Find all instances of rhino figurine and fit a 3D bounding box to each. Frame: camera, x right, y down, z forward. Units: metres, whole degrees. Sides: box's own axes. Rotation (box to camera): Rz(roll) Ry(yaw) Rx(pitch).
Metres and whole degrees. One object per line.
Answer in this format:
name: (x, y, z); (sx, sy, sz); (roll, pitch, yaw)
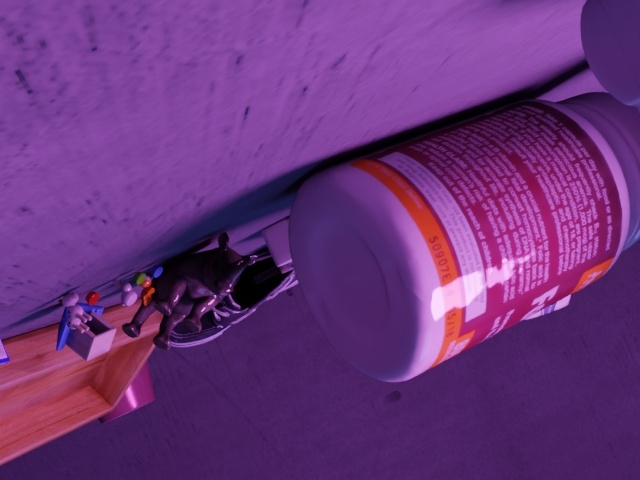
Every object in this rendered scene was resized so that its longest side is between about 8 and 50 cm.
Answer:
rhino figurine: (-0.153, 0.056, 1.058); (0.243, 0.073, 0.106); (-29, -153, 49)

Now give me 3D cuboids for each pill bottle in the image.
pill bottle: (0.183, -0.023, 0.930); (0.392, 0.224, 0.224); (-22, 176, -29)

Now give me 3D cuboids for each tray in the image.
tray: (-0.402, 0.212, 1.236); (0.203, 0.076, 0.411); (-55, 166, 20)

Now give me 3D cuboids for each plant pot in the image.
plant pot: (-0.463, 0.299, 1.925); (0.201, 0.180, 0.201); (-25, 176, -2)

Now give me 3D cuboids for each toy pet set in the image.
toy pet set: (-0.259, 0.073, 0.997); (0.122, 0.065, 0.114); (-24, 144, -58)

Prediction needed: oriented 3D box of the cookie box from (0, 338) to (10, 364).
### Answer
cookie box: (-0.415, 0.142, 0.952); (0.107, 0.040, 0.092); (-23, 178, 3)

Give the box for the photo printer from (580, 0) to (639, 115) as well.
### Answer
photo printer: (0.337, -0.181, 0.514); (0.307, 0.107, 0.256); (-21, 176, -42)

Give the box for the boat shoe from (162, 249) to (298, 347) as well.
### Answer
boat shoe: (-0.162, 0.100, 1.529); (0.301, 0.108, 0.102); (-27, 177, 6)

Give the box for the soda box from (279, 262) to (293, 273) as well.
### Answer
soda box: (0.000, 0.000, 1.477); (0.063, 0.058, 0.183); (-27, 176, 42)

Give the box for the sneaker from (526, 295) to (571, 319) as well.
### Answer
sneaker: (0.248, -0.012, 1.154); (0.131, 0.296, 0.112); (-4, 140, -2)

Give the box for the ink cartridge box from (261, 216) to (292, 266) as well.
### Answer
ink cartridge box: (-0.002, -0.016, 1.208); (0.099, 0.056, 0.135); (-27, 175, 30)
